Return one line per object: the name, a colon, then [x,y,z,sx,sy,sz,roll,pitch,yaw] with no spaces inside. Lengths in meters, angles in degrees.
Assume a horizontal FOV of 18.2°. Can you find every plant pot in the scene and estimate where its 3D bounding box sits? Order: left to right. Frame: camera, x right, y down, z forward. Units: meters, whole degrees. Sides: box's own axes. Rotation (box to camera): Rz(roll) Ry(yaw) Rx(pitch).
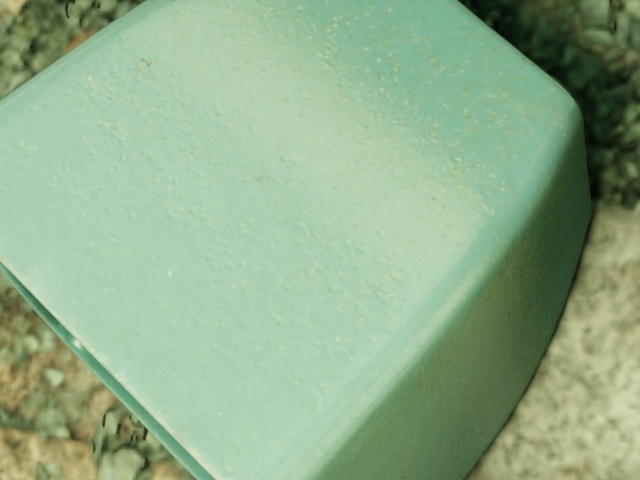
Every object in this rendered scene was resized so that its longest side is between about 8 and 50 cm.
plant pot: [0.000,0.000,0.998,0.252,0.248,0.247,-43,68,-8]
